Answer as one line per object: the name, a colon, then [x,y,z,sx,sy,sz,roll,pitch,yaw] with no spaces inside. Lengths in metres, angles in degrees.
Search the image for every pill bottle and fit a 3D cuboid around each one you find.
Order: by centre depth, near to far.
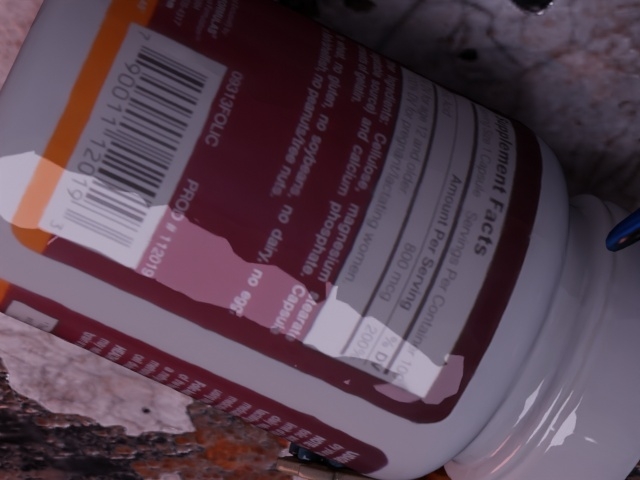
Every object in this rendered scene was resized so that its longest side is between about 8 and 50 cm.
pill bottle: [0.000,0.000,0.937,0.392,0.224,0.224,26,133,-12]

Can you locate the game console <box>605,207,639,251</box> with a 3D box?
game console: [0.337,-0.039,0.863,0.293,0.173,0.250,-32,119,35]

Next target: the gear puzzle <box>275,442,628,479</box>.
gear puzzle: [0.148,0.162,1.082,0.339,0.044,0.175,8,177,29]
